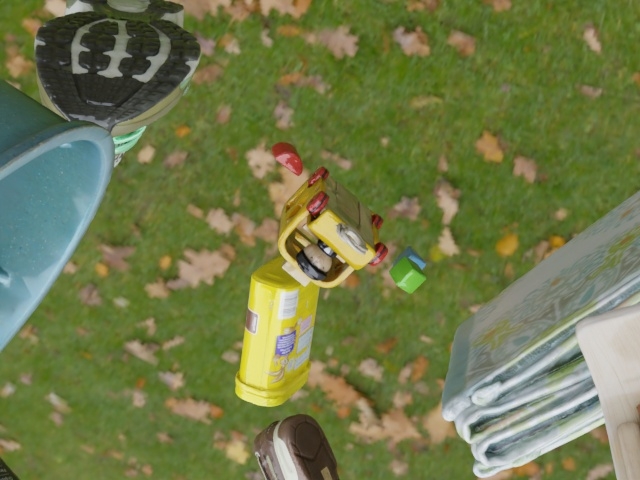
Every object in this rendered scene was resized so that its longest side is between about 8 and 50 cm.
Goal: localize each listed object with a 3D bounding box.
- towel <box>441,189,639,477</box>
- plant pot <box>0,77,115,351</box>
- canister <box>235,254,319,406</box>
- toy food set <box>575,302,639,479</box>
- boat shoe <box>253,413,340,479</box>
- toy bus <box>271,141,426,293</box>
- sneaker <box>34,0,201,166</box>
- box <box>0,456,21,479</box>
[{"bbox_3d":[0.262,0.054,1.039,0.320,0.374,0.090,-36,93,14],"label":"towel"},{"bbox_3d":[-0.371,-0.041,0.757,0.334,0.341,0.341,39,138,4],"label":"plant pot"},{"bbox_3d":[-0.053,0.115,1.517,0.073,0.126,0.170,17,113,20],"label":"canister"},{"bbox_3d":[0.274,0.151,0.642,0.219,0.306,0.092,-17,139,19],"label":"toy food set"},{"bbox_3d":[-0.009,0.340,1.406,0.095,0.095,0.258,-23,83,39],"label":"boat shoe"},{"bbox_3d":[0.004,0.000,1.281,0.104,0.191,0.202,-46,147,14],"label":"toy bus"},{"bbox_3d":[-0.209,-0.144,1.198,0.158,0.410,0.182,7,111,-6],"label":"sneaker"},{"bbox_3d":[-0.436,0.315,1.030,0.312,0.179,0.343,42,102,16],"label":"box"}]
